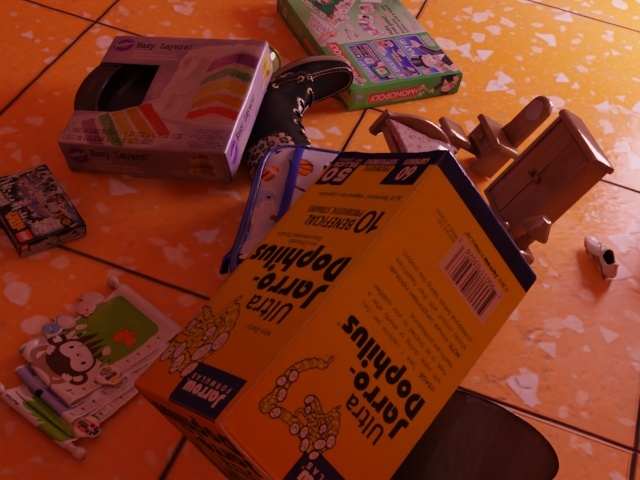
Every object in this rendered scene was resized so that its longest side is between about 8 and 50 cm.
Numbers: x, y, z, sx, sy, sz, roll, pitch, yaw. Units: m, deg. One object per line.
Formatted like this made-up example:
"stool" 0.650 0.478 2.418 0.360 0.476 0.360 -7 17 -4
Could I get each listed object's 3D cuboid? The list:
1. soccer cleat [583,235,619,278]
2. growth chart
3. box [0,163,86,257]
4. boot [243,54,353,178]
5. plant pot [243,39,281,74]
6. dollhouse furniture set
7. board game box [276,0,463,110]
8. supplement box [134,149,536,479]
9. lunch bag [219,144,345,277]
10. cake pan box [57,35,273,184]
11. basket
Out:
"soccer cleat" 0.404 0.018 1.376 0.029 0.036 0.083 -3 46 -13
"growth chart" -0.272 0.141 1.143 0.172 0.021 0.237 27 46 18
"box" -0.389 -0.042 1.302 0.094 0.027 0.137 -22 53 -28
"boot" -0.034 -0.187 1.470 0.236 0.085 0.178 -18 51 -13
"plant pot" -0.113 -0.268 1.553 0.083 0.083 0.079 13 56 4
"dollhouse furniture set" 0.201 -0.146 1.297 0.355 0.174 0.303 22 34 -34
"board game box" 0.079 -0.353 1.689 0.213 0.046 0.317 -13 49 -21
"supplement box" 0.021 0.093 0.995 0.356 0.195 0.194 -50 28 -21
"lunch bag" 0.000 0.000 1.271 0.243 0.115 0.303 10 43 3
"cake pan box" -0.224 -0.199 1.410 0.267 0.070 0.246 6 50 15
"basket" 0.117 0.287 0.976 0.204 0.154 0.227 19 48 13
